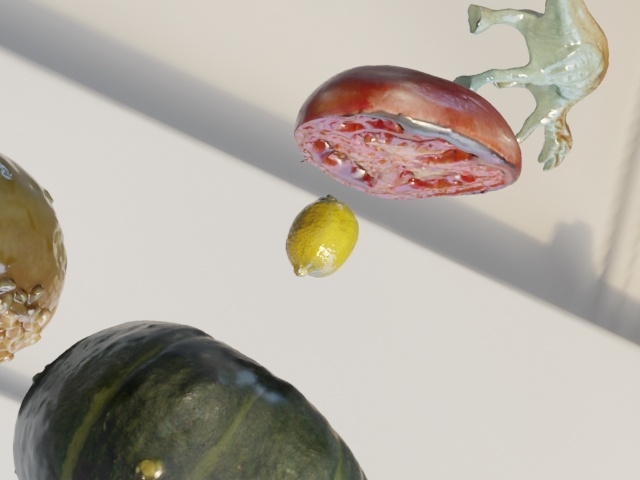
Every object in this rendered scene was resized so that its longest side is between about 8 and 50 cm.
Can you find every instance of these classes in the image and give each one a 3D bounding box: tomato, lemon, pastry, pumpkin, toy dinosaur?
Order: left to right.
[{"bbox_3d":[-0.482,0.027,1.731,0.409,0.410,0.245,142,-45,-59],"label":"pastry"},{"bbox_3d":[-0.091,0.182,1.194,0.207,0.300,0.300,-50,-169,-16],"label":"pumpkin"},{"bbox_3d":[0.000,0.000,1.878,0.110,0.082,0.082,-63,-166,-19],"label":"lemon"},{"bbox_3d":[0.070,-0.098,1.277,0.166,0.174,0.082,-6,-115,39],"label":"tomato"},{"bbox_3d":[0.253,-0.229,1.774,0.092,0.205,0.393,-112,-150,-44],"label":"toy dinosaur"}]
